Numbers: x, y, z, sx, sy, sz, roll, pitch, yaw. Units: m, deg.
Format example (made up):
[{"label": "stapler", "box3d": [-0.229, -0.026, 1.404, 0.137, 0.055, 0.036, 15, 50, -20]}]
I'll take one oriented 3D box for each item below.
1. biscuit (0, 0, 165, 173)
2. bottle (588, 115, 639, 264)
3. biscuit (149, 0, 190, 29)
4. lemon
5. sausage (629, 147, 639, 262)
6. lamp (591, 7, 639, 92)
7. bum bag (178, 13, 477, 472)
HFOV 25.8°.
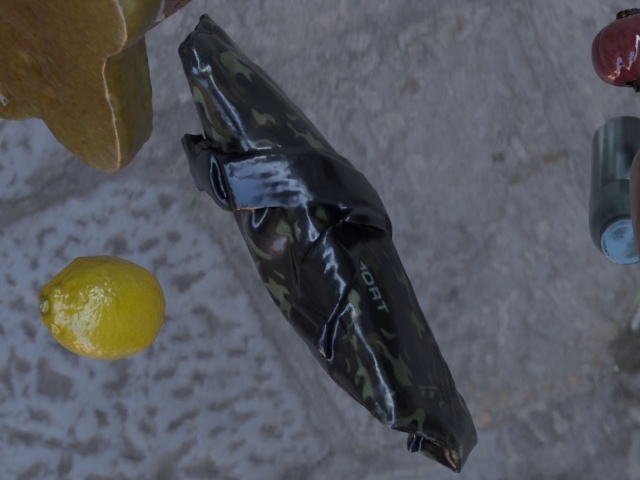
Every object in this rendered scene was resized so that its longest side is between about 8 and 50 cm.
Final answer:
[{"label": "biscuit", "box3d": [-0.218, -0.177, 1.019, 0.287, 0.057, 0.344, 50, 149, -14]}, {"label": "bottle", "box3d": [0.343, -0.055, 1.533, 0.096, 0.253, 0.079, 18, 120, 3]}, {"label": "biscuit", "box3d": [-0.152, -0.210, 1.244, 0.130, 0.102, 0.019, -34, 88, 1]}, {"label": "lemon", "box3d": [-0.237, 0.072, 1.515, 0.155, 0.114, 0.114, 12, 123, -44]}, {"label": "sausage", "box3d": [0.300, -0.010, 1.130, 0.098, 0.238, 0.098, 1, 133, 1]}, {"label": "lamp", "box3d": [0.356, -0.213, 1.562, 0.107, 0.107, 0.092, -14, 81, 9]}, {"label": "bum bag", "box3d": [0.000, 0.000, 0.649, 0.069, 0.102, 0.248, -33, 81, -5]}]
